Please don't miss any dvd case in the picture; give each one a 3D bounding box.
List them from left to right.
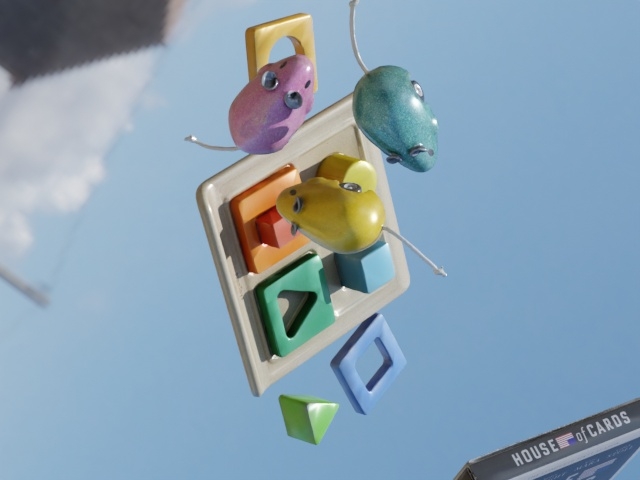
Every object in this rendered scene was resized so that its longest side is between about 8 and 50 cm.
[{"bbox_3d":[0.146,0.207,1.439,0.179,0.030,0.239,-17,155,-29],"label":"dvd case"}]

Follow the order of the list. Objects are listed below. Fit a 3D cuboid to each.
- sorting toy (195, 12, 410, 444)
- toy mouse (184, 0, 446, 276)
[{"bbox_3d":[0.000,0.000,1.425,0.047,0.348,0.196,13,-143,42],"label":"sorting toy"},{"bbox_3d":[0.005,-0.061,1.011,0.031,0.161,0.143,-52,157,-63],"label":"toy mouse"}]
